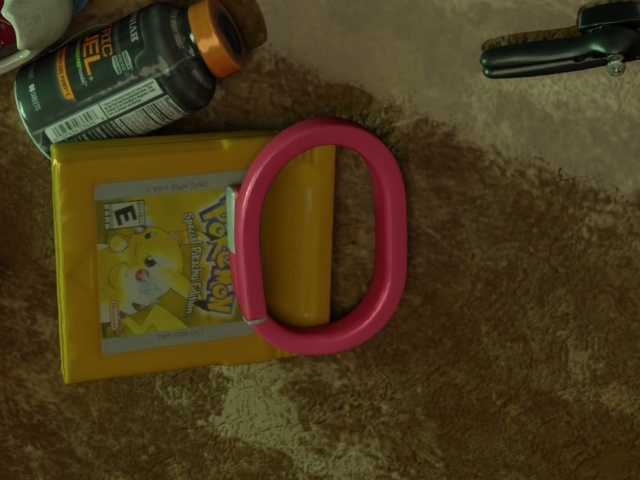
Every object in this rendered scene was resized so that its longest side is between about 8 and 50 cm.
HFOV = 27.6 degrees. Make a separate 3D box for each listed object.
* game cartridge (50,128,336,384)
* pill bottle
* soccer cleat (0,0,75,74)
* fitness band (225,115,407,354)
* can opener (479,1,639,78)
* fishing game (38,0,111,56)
[{"bbox_3d":[-0.142,0.016,1.501,0.323,0.053,0.285,-5,113,-16],"label":"game cartridge"},{"bbox_3d":[-0.208,-0.184,1.462,0.245,0.130,0.130,-23,106,15],"label":"pill bottle"},{"bbox_3d":[-0.427,-0.221,1.449,0.331,0.143,0.116,-16,116,27],"label":"soccer cleat"},{"bbox_3d":[0.000,0.000,1.494,0.209,0.054,0.291,-11,116,-17],"label":"fitness band"},{"bbox_3d":[0.268,-0.206,1.429,0.186,0.073,0.059,-12,147,16],"label":"can opener"},{"bbox_3d":[-0.349,-0.317,1.483,0.189,0.041,0.264,-20,107,12],"label":"fishing game"}]
